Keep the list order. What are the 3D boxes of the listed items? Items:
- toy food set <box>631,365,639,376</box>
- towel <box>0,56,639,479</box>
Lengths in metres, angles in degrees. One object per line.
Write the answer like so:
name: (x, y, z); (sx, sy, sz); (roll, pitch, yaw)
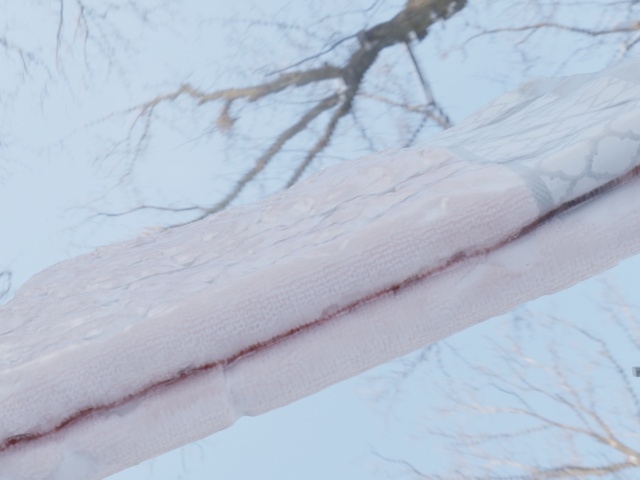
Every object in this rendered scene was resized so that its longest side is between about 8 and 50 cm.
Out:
toy food set: (0.277, 0.076, 0.972); (0.122, 0.078, 0.019); (-7, -94, -7)
towel: (0.000, 0.000, 0.599); (0.317, 0.332, 0.053); (-22, -84, -2)
